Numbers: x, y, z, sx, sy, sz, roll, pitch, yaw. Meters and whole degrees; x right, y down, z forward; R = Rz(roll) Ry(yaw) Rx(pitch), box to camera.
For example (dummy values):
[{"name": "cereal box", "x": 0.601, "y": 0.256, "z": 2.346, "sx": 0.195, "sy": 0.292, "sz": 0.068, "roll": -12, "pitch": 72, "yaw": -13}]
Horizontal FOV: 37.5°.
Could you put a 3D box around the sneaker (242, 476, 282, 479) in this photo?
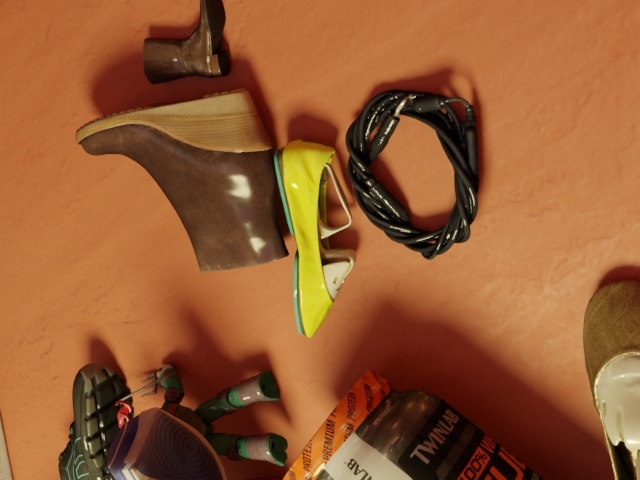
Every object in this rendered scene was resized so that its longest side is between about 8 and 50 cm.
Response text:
[{"name": "sneaker", "x": -0.099, "y": 0.391, "z": 1.242, "sx": 0.221, "sy": 0.087, "sz": 0.128, "roll": -43, "pitch": 77, "yaw": 18}]

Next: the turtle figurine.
[{"name": "turtle figurine", "x": -0.163, "y": 0.244, "z": 1.190, "sx": 0.234, "sy": 0.118, "sz": 0.175, "roll": -14, "pitch": 94, "yaw": 21}]

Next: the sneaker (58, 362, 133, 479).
[{"name": "sneaker", "x": -0.318, "y": 0.293, "z": 1.291, "sx": 0.106, "sy": 0.101, "sz": 0.267, "roll": 6, "pitch": 109, "yaw": 26}]

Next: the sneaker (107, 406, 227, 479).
[{"name": "sneaker", "x": -0.165, "y": 0.361, "z": 1.118, "sx": 0.182, "sy": 0.127, "sz": 0.315, "roll": -27, "pitch": 112, "yaw": 29}]

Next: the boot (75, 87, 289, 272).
[{"name": "boot", "x": -0.166, "y": -0.059, "z": 1.108, "sx": 0.248, "sy": 0.090, "sz": 0.207, "roll": -6, "pitch": 102, "yaw": 23}]

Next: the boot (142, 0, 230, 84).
[{"name": "boot", "x": -0.163, "y": -0.235, "z": 1.084, "sx": 0.114, "sy": 0.037, "sz": 0.106, "roll": 3, "pitch": 106, "yaw": 30}]

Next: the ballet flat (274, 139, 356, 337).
[{"name": "ballet flat", "x": 0.000, "y": 0.000, "z": 1.063, "sx": 0.077, "sy": 0.077, "sz": 0.231, "roll": -5, "pitch": 103, "yaw": 10}]

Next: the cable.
[{"name": "cable", "x": 0.097, "y": -0.067, "z": 1.006, "sx": 0.151, "sy": 0.047, "sz": 0.184, "roll": 3, "pitch": 108, "yaw": 25}]

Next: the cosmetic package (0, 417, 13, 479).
[{"name": "cosmetic package", "x": -0.575, "y": 0.482, "z": 1.403, "sx": 0.161, "sy": 0.230, "sz": 0.453, "roll": 2, "pitch": 107, "yaw": 26}]

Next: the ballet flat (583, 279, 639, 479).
[{"name": "ballet flat", "x": 0.331, "y": 0.214, "z": 0.942, "sx": 0.116, "sy": 0.124, "sz": 0.342, "roll": -6, "pitch": 103, "yaw": 27}]

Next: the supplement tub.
[{"name": "supplement tub", "x": 0.137, "y": 0.306, "z": 1.017, "sx": 0.338, "sy": 0.207, "sz": 0.207, "roll": 37, "pitch": 118, "yaw": 9}]
